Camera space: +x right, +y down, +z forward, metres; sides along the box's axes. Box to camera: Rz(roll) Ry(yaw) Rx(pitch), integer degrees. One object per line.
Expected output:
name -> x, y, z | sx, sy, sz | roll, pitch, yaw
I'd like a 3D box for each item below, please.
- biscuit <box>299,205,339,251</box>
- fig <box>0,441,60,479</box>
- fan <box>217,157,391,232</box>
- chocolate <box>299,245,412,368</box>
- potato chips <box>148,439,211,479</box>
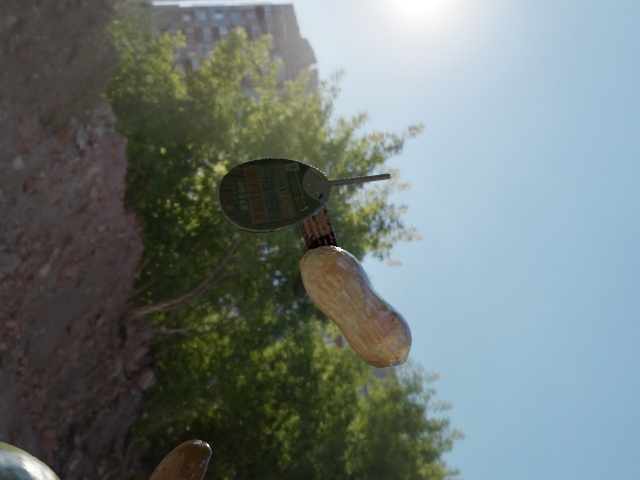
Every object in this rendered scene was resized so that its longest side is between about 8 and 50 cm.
biscuit -> 0.000, 0.000, 1.594 | 0.106, 0.070, 0.252 | -116, -173, -80
fig -> -0.360, 0.303, 0.571 | 0.316, 0.316, 0.316 | 173, -90, -74
fan -> -0.055, -0.104, 1.275 | 0.223, 0.294, 0.012 | 35, -38, 40
chocolate -> 0.070, 0.127, 1.444 | 0.309, 0.134, 0.134 | 49, -30, 23
potato chips -> -0.335, 0.538, 1.640 | 0.150, 0.201, 0.049 | 6, -49, 37
